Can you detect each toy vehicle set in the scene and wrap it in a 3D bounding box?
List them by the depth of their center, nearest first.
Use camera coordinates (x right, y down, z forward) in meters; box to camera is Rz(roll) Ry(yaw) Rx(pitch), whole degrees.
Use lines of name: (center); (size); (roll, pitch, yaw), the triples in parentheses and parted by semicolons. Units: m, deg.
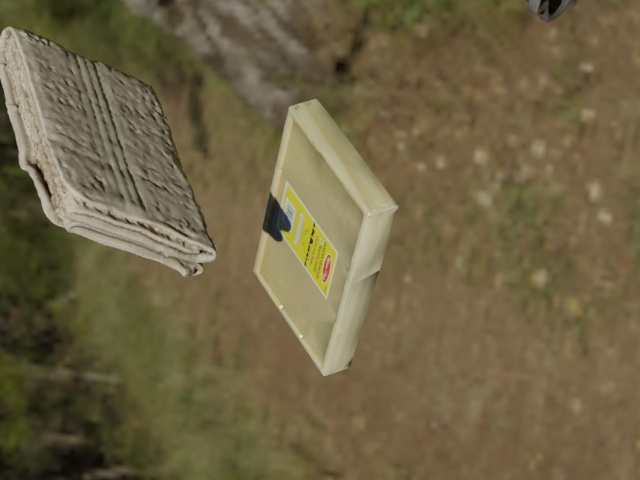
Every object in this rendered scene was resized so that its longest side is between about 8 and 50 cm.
toy vehicle set: (0.000, 0.000, 2.063); (0.166, 0.035, 0.267); (55, 149, 31)

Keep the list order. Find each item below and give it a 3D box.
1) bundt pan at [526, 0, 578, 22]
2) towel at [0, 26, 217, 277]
bundt pan: (0.184, -0.334, 1.436); (0.331, 0.124, 0.331); (-56, -16, -26)
towel: (-0.211, -0.086, 1.885); (0.049, 0.187, 0.282); (-47, 41, 24)
